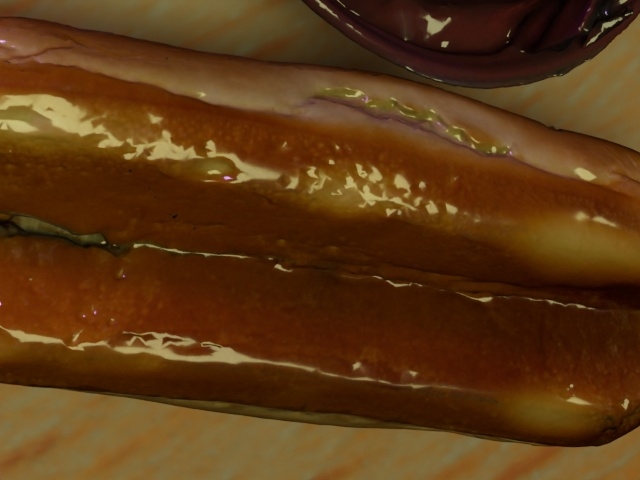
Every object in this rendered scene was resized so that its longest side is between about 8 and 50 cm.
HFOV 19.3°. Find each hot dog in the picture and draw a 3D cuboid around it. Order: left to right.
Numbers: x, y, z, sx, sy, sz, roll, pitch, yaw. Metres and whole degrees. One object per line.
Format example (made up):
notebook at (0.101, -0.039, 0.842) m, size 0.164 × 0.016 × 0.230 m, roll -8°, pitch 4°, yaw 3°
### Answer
hot dog at (0.000, 0.000, 0.684) m, size 0.337 × 0.100 × 0.135 m, roll 8°, pitch 111°, yaw -19°

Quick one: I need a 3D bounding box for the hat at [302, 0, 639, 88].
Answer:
hat at (0.058, -0.154, 0.646) m, size 0.205 × 0.089 × 0.206 m, roll -1°, pitch 92°, yaw -22°
